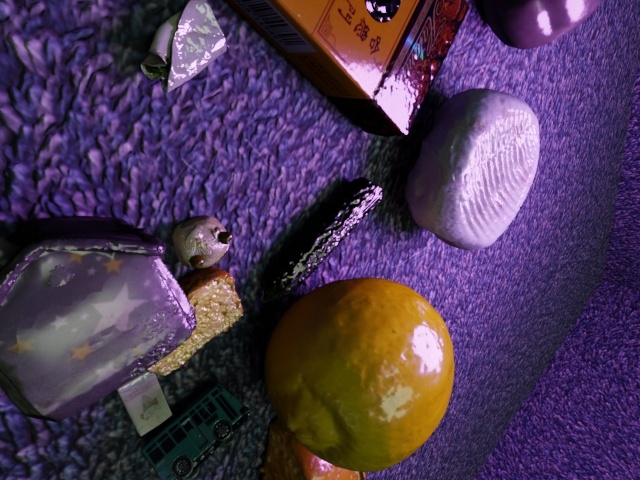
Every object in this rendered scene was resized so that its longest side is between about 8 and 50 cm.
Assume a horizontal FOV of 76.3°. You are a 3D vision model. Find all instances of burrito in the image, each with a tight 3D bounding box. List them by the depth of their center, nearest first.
[{"bbox_3d":[-0.169,-0.237,0.495,0.118,0.044,0.074,-48,137,-20],"label":"burrito"}]

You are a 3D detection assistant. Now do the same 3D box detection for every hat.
[{"bbox_3d":[-0.169,0.006,0.594,0.077,0.059,0.076,-25,119,-29],"label":"hat"}]

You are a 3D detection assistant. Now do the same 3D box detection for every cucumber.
[{"bbox_3d":[0.000,0.000,0.740,0.300,0.072,0.072,-48,134,-18],"label":"cucumber"}]

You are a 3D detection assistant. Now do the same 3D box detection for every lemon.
[{"bbox_3d":[0.071,0.223,0.730,0.348,0.348,0.347,-19,120,-37],"label":"lemon"}]

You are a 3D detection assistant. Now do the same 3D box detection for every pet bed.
[{"bbox_3d":[-0.260,0.049,0.418,0.183,0.211,0.159,-32,118,-29],"label":"pet bed"}]

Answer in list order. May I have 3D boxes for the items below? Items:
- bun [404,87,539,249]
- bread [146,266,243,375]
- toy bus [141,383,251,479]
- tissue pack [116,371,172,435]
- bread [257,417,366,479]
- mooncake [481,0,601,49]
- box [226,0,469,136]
[{"bbox_3d":[0.323,-0.156,0.891,0.355,0.194,0.353,-19,121,-34],"label":"bun"},{"bbox_3d":[-0.206,0.119,0.604,0.187,0.065,0.103,-42,133,-24],"label":"bread"},{"bbox_3d":[-0.200,0.316,0.674,0.160,0.092,0.079,-37,159,-25],"label":"toy bus"},{"bbox_3d":[-0.270,0.245,0.625,0.056,0.023,0.108,-28,126,-32],"label":"tissue pack"},{"bbox_3d":[-0.011,0.524,0.883,0.195,0.179,0.339,-3,109,-42],"label":"bread"},{"bbox_3d":[0.452,-0.528,0.828,0.133,0.245,0.244,28,88,-42],"label":"mooncake"},{"bbox_3d":[0.047,-0.366,0.594,0.416,0.116,0.264,29,86,-46],"label":"box"}]
